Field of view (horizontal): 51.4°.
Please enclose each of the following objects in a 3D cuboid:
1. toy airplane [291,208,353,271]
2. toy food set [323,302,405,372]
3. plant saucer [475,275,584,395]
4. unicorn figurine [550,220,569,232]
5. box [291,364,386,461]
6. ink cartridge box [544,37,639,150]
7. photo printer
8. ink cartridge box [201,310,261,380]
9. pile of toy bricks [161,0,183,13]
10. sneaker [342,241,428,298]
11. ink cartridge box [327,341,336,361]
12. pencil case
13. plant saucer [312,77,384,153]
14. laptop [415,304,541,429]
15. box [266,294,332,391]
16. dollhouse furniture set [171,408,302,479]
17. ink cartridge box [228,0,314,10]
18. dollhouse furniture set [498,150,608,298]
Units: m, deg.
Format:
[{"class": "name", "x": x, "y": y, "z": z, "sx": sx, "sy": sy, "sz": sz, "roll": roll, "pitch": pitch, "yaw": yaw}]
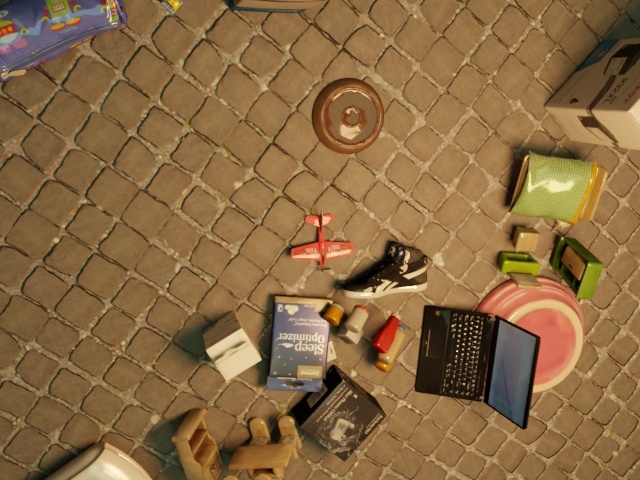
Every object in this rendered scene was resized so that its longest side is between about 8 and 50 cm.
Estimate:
[{"class": "toy airplane", "x": 0.000, "y": 0.000, "z": 1.530, "sx": 0.151, "sy": 0.028, "sz": 0.151, "roll": -4, "pitch": 104, "yaw": -15}, {"class": "toy food set", "x": 0.122, "y": 0.202, "z": 1.555, "sx": 0.232, "sy": 0.111, "sz": 0.104, "roll": 43, "pitch": 62, "yaw": -21}, {"class": "plant saucer", "x": 0.538, "y": 0.258, "z": 1.699, "sx": 0.332, "sy": 0.084, "sz": 0.332, "roll": -3, "pitch": 104, "yaw": -13}, {"class": "unicorn figurine", "x": 0.614, "y": -0.106, "z": 1.643, "sx": 0.162, "sy": 0.060, "sz": 0.111, "roll": -40, "pitch": 105, "yaw": 1}, {"class": "box", "x": 0.045, "y": 0.416, "z": 1.609, "sx": 0.158, "sy": 0.093, "sz": 0.156, "roll": 42, "pitch": 90, "yaw": -20}, {"class": "ink cartridge box", "x": 0.686, "y": -0.329, "z": 1.476, "sx": 0.129, "sy": 0.307, "sz": 0.223, "roll": 43, "pitch": 90, "yaw": -20}, {"class": "photo printer", "x": -0.525, "y": 0.619, "z": 1.505, "sx": 0.307, "sy": 0.107, "sz": 0.256, "roll": -35, "pitch": 109, "yaw": -4}, {"class": "ink cartridge box", "x": -0.198, "y": 0.235, "z": 1.475, "sx": 0.092, "sy": 0.143, "sz": 0.090, "roll": -32, "pitch": 109, "yaw": -5}, {"class": "pile of toy bricks", "x": -0.330, "y": -0.528, "z": 1.278, "sx": 0.212, "sy": 0.105, "sz": 0.118, "roll": 40, "pitch": 91, "yaw": -19}, {"class": "sneaker", "x": 0.149, "y": 0.064, "z": 1.563, "sx": 0.217, "sy": 0.079, "sz": 0.121, "roll": -6, "pitch": 102, "yaw": -21}, {"class": "ink cartridge box", "x": -0.009, "y": 0.271, "z": 1.592, "sx": 0.083, "sy": 0.028, "sz": 0.048, "roll": -17, "pitch": 105, "yaw": -9}, {"class": "pencil case", "x": -0.513, "y": -0.402, "z": 1.253, "sx": 0.306, "sy": 0.119, "sz": 0.133, "roll": -26, "pitch": 79, "yaw": -6}, {"class": "plant saucer", "x": 0.066, "y": -0.275, "z": 1.480, "sx": 0.168, "sy": 0.029, "sz": 0.168, "roll": -3, "pitch": 103, "yaw": -13}, {"class": "laptop", "x": 0.366, "y": 0.299, "z": 1.589, "sx": 0.264, "sy": 0.136, "sz": 0.234, "roll": 7, "pitch": 102, "yaw": 10}, {"class": "box", "x": -0.049, "y": 0.243, "z": 1.548, "sx": 0.136, "sy": 0.036, "sz": 0.225, "roll": 4, "pitch": 93, "yaw": -11}, {"class": "dollhouse furniture set", "x": -0.187, "y": 0.473, "z": 1.505, "sx": 0.242, "sy": 0.212, "sz": 0.161, "roll": -9, "pitch": 109, "yaw": 16}, {"class": "ink cartridge box", "x": -0.064, "y": -0.571, "z": 1.182, "sx": 0.166, "sy": 0.395, "sz": 0.285, "roll": -1, "pitch": 104, "yaw": -13}, {"class": "dollhouse furniture set", "x": 0.554, "y": -0.034, "z": 1.551, "sx": 0.197, "sy": 0.151, "sz": 0.301, "roll": 5, "pitch": 116, "yaw": -7}]
